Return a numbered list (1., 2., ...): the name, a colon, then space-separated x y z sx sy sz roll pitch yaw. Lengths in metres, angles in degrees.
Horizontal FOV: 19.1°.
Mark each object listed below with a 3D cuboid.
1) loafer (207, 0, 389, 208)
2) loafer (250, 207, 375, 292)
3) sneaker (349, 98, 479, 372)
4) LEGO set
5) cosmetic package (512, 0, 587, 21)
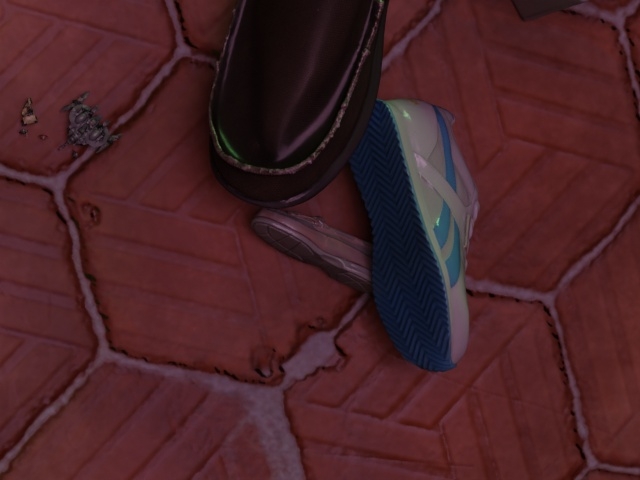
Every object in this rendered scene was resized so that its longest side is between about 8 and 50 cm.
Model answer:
1. loafer: -0.009 -0.207 1.507 0.134 0.130 0.366 14 80 15
2. loafer: 0.000 0.000 1.575 0.125 0.045 0.039 29 66 -19
3. sneaker: 0.092 -0.007 1.561 0.092 0.087 0.228 -6 85 -42
4. LEGO set: -0.200 -0.092 1.528 0.083 0.023 0.054 -8 92 -15
5. cosmetic package: 0.211 -0.300 1.569 0.151 0.151 0.183 -29 97 -11
